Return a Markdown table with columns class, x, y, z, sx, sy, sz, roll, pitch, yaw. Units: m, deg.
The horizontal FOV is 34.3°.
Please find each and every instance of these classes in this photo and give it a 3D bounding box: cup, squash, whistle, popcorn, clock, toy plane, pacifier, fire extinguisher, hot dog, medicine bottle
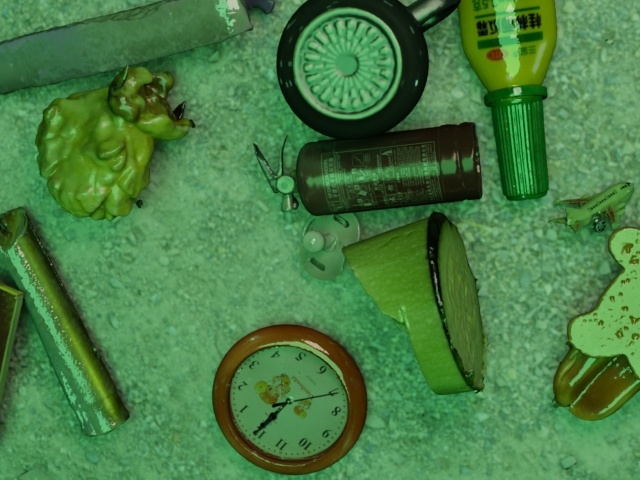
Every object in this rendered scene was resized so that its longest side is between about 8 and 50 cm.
| class | x | y | z | sx | sy | sz | roll | pitch | yaw |
| --- | --- | --- | --- | --- | --- | --- | --- | --- | --- |
| cup | 0.065 | -0.215 | 1.185 | 0.223 | 0.176 | 0.169 | -32 | 90 | 12 |
| squash | 0.117 | 0.085 | 1.207 | 0.133 | 0.220 | 0.220 | -19 | 96 | 13 |
| whistle | -0.353 | 0.109 | 1.388 | 0.057 | 0.068 | 0.326 | -22 | 96 | 28 |
| popcorn | -0.256 | -0.118 | 1.276 | 0.195 | 0.173 | 0.168 | -27 | 52 | 20 |
| clock | -0.040 | 0.207 | 1.348 | 0.205 | 0.051 | 0.205 | 2 | 101 | 10 |
| toy plane | 0.326 | -0.037 | 1.221 | 0.111 | 0.102 | 0.040 | -23 | 121 | -21 |
| pacifier | 0.000 | 0.000 | 1.290 | 0.081 | 0.078 | 0.099 | 34 | 107 | 25 |
| fire extinguisher | 0.056 | -0.087 | 1.251 | 0.269 | 0.105 | 0.104 | -5 | 99 | 13 |
| hot dog | 0.375 | 0.114 | 1.236 | 0.109 | 0.072 | 0.269 | 46 | 104 | 3 |
| medicine bottle | 0.225 | -0.200 | 1.208 | 0.111 | 0.076 | 0.308 | -6 | 100 | 14 |

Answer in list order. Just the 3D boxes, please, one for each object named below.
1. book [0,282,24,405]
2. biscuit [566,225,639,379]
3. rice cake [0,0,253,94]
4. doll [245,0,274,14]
| class | x | y | z | sx | sy | sz | roll | pitch | yaw |
| --- | --- | --- | --- | --- | --- | --- | --- | --- | --- |
| book | -0.591 | 0.119 | 1.428 | 0.374 | 0.028 | 0.262 | 22 | 109 | 14 |
| biscuit | 0.390 | 0.045 | 1.170 | 0.158 | 0.035 | 0.240 | 30 | 102 | 6 |
| rice cake | -0.261 | -0.244 | 1.272 | 0.399 | 0.064 | 0.070 | -8 | 107 | 24 |
| doll | -0.072 | -0.339 | 1.251 | 0.206 | 0.067 | 0.110 | -41 | 99 | 5 |
